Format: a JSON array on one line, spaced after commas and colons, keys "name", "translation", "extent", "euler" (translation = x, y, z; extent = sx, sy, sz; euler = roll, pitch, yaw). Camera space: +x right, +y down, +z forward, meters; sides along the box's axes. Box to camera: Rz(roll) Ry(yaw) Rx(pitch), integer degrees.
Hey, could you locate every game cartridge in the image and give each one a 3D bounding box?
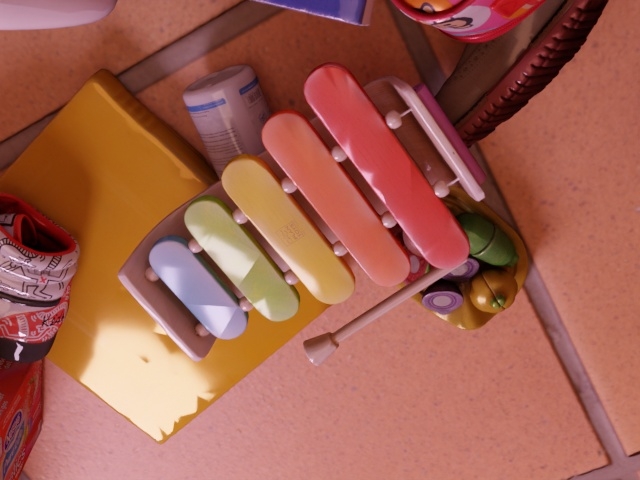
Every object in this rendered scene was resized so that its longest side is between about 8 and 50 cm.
[{"name": "game cartridge", "translation": [-0.191, 0.033, 0.821], "extent": [0.285, 0.053, 0.323], "euler": [-40, 106, 20]}]

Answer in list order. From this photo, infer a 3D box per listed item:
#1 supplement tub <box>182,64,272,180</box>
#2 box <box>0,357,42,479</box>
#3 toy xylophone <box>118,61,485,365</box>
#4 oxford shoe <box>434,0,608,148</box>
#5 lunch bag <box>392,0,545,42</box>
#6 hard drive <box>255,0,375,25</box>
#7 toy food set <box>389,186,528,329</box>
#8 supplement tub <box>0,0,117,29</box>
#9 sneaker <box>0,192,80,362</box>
[{"name": "supplement tub", "translation": [-0.076, -0.101, 0.732], "extent": [0.071, 0.071, 0.107], "euler": [-16, 115, 10]}, {"name": "box", "translation": [-0.379, 0.218, 0.801], "extent": [0.122, 0.257, 0.128], "euler": [9, 117, -5]}, {"name": "toy xylophone", "translation": [0.000, 0.000, 0.694], "extent": [0.322, 0.081, 0.236], "euler": [-39, 110, 21]}, {"name": "oxford shoe", "translation": [0.177, -0.220, 0.658], "extent": [0.130, 0.123, 0.348], "euler": [42, 114, 11]}, {"name": "lunch bag", "translation": [0.142, -0.286, 0.531], "extent": [0.293, 0.120, 0.258], "euler": [-40, 70, 27]}, {"name": "hard drive", "translation": [-0.034, -0.324, 0.515], "extent": [0.210, 0.040, 0.319], "euler": [17, 109, 14]}, {"name": "toy food set", "translation": [0.115, 0.014, 0.781], "extent": [0.218, 0.071, 0.128], "euler": [37, 112, -15]}, {"name": "supplement tub", "translation": [-0.235, -0.290, 0.451], "extent": [0.228, 0.228, 0.316], "euler": [3, 110, 1]}, {"name": "sneaker", "translation": [-0.363, 0.004, 0.744], "extent": [0.270, 0.090, 0.145], "euler": [23, 114, -10]}]
